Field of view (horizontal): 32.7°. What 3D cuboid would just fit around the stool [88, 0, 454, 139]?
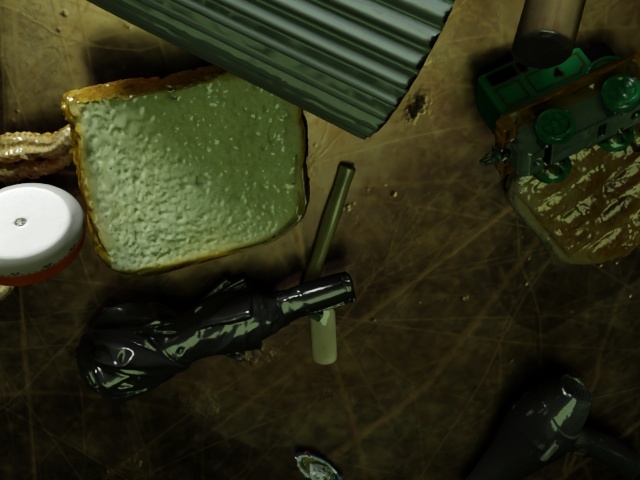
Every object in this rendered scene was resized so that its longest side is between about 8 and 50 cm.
[{"bbox_3d":[-0.049,-0.293,1.013,0.330,0.297,0.297,22,112,-10],"label":"stool"}]

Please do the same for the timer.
[{"bbox_3d":[-0.314,-0.003,1.155,0.136,0.136,0.099,-9,80,-1],"label":"timer"}]

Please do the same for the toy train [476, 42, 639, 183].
[{"bbox_3d":[0.263,-0.150,1.193,0.227,0.136,0.091,-28,150,-7],"label":"toy train"}]

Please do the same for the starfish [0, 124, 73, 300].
[{"bbox_3d":[-0.399,-0.074,1.190,0.375,0.094,0.327,-18,129,4],"label":"starfish"}]

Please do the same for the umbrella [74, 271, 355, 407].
[{"bbox_3d":[-0.124,0.100,1.291,0.340,0.118,0.118,-16,116,5],"label":"umbrella"}]

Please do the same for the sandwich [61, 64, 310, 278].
[{"bbox_3d":[-0.137,-0.086,1.177,0.251,0.087,0.226,-16,116,-17],"label":"sandwich"}]

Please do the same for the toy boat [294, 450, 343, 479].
[{"bbox_3d":[-0.004,0.307,1.444,0.083,0.038,0.038,40,107,-22],"label":"toy boat"}]

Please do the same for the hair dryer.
[{"bbox_3d":[0.342,0.300,1.450,0.271,0.091,0.235,23,122,-19],"label":"hair dryer"}]

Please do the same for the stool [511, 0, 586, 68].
[{"bbox_3d":[0.318,-0.323,0.979,0.310,0.226,0.310,0,149,11],"label":"stool"}]

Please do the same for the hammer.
[{"bbox_3d":[0.000,0.000,1.300,0.062,0.013,0.199,21,111,9],"label":"hammer"}]

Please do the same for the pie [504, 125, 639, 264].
[{"bbox_3d":[0.320,-0.062,1.284,0.195,0.046,0.195,-1,118,-3],"label":"pie"}]

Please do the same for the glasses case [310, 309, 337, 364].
[{"bbox_3d":[0.004,0.117,1.358,0.032,0.021,0.083,-3,115,2],"label":"glasses case"}]
